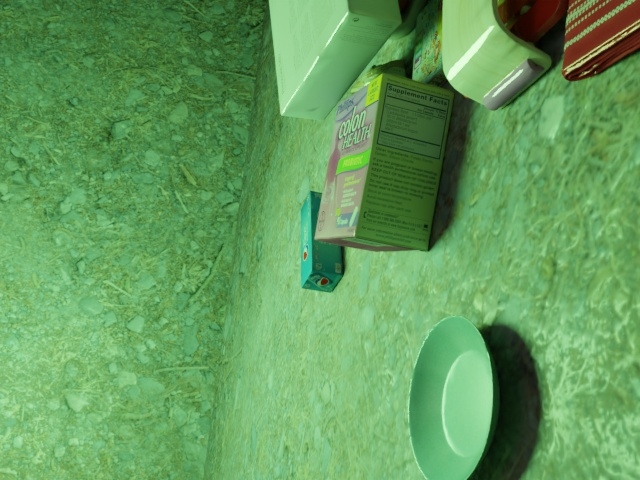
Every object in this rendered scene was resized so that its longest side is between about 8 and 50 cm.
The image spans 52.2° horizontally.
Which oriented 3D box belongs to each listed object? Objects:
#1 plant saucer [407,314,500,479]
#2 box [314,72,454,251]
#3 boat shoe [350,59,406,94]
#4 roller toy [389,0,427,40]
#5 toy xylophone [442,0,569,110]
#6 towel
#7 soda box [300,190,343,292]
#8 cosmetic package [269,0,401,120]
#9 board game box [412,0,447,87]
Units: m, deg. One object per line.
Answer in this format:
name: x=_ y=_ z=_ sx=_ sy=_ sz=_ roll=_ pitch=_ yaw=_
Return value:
plant saucer: x=0.158 y=0.184 z=0.747 sx=0.195 sy=0.038 sz=0.194 roll=-168 pitch=90 yaw=-75
box: x=0.092 y=-0.109 z=1.031 sx=0.213 sy=0.117 sz=0.242 roll=179 pitch=102 yaw=-74
boat shoe: x=0.111 y=-0.295 z=1.205 sx=0.170 sy=0.063 sz=0.059 roll=11 pitch=87 yaw=65
roller toy: x=0.106 y=-0.470 z=1.173 sx=0.209 sy=0.146 sz=0.191 roll=164 pitch=116 yaw=-71
toy xylophone: x=0.225 y=-0.330 z=0.787 sx=0.236 sy=0.081 sz=0.322 roll=150 pitch=130 yaw=-70
towel: x=0.301 y=-0.302 z=0.603 sx=0.199 sy=0.031 sz=0.274 roll=153 pitch=129 yaw=-73
soda box: x=0.000 y=0.000 z=1.361 sx=0.071 sy=0.067 sz=0.210 roll=119 pitch=157 yaw=-48
cosmetic package: x=0.003 y=-0.438 z=1.102 sx=0.284 sy=0.098 sz=0.377 roll=-39 pitch=53 yaw=57
board game box: x=0.181 y=-0.311 z=1.026 sx=0.103 sy=0.026 sz=0.154 roll=141 pitch=138 yaw=-66
